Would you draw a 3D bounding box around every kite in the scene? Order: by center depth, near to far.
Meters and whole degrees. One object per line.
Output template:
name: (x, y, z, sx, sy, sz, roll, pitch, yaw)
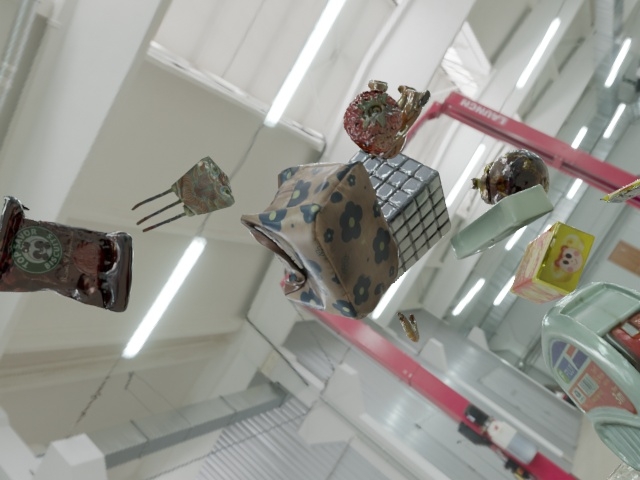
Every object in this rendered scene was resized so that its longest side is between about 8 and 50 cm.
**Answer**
kite: (-0.313, -0.096, 1.260, 0.229, 0.016, 0.127, -23, -70, -4)

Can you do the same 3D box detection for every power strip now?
power strip: (0.367, -0.026, 1.199, 0.091, 0.062, 0.385, -20, -10, -8)

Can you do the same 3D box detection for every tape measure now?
tape measure: (0.395, 0.166, 0.695, 0.125, 0.246, 0.243, -30, -30, -5)

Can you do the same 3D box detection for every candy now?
candy: (0.533, 0.061, 1.313, 0.146, 0.088, 0.276, -64, -12, -9)

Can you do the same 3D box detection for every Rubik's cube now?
Rubik's cube: (0.163, -0.076, 1.439, 0.238, 0.237, 0.237, -45, -36, -10)

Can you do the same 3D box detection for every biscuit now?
biscuit: (-0.427, 0.027, 0.923, 0.235, 0.063, 0.151, 20, -120, -38)
biscuit: (0.654, -0.102, 1.182, 0.292, 0.048, 0.026, 20, -99, -78)

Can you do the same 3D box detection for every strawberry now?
strawberry: (0.074, -0.159, 0.781, 0.083, 0.083, 0.096, -42, -15, -27)

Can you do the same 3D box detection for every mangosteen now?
mangosteen: (0.534, -0.165, 1.599, 0.192, 0.217, 0.192, -16, -68, -44)

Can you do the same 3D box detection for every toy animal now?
toy animal: (0.119, -0.206, 1.013, 0.312, 0.097, 0.157, -83, 3, -72)

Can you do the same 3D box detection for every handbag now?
handbag: (0.000, 0.000, 0.969, 0.190, 0.193, 0.251, -51, -49, -33)

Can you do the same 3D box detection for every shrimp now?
shrimp: (0.255, 0.239, 1.631, 0.127, 0.025, 0.091, 53, -152, -31)

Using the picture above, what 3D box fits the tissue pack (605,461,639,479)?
tissue pack: (0.600, 0.564, 0.995, 0.201, 0.271, 0.124, -33, -5, -23)
